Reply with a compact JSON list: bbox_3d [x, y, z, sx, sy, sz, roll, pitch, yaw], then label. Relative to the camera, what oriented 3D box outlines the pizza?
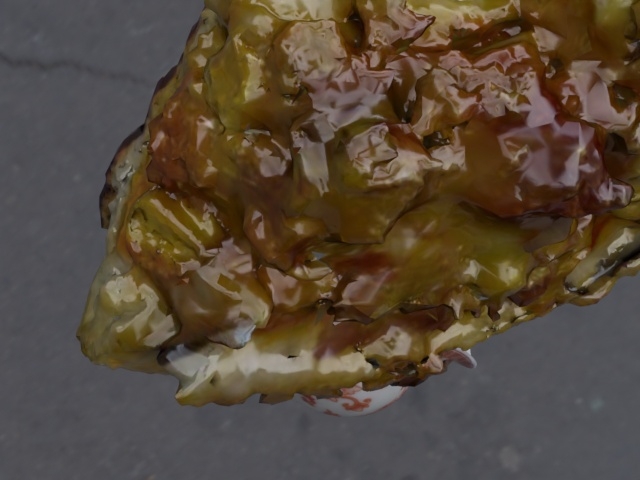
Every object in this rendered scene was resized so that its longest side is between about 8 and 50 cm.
[{"bbox_3d":[0.066,-0.039,0.519,0.161,0.305,0.085,59,7,-46],"label":"pizza"}]

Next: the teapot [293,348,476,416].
[{"bbox_3d":[0.000,0.000,0.900,0.245,0.116,0.159,56,40,-60],"label":"teapot"}]
